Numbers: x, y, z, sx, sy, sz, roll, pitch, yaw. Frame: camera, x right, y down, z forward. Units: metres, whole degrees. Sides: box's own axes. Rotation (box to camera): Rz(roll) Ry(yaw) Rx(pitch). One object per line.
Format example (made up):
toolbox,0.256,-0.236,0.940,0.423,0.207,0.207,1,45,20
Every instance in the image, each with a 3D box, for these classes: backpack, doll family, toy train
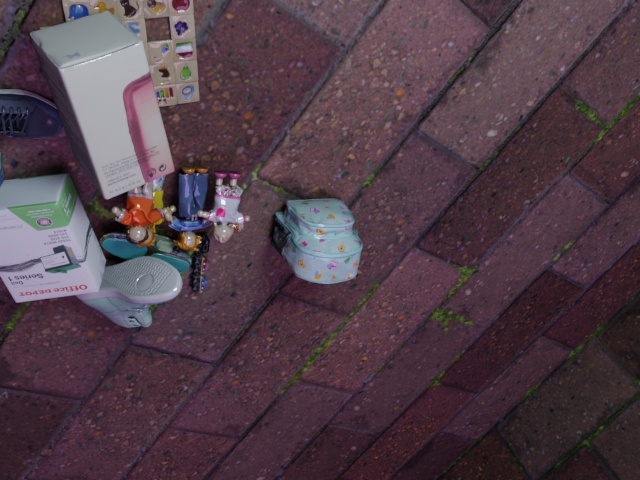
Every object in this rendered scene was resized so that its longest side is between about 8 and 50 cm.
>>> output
backpack,0.000,0.000,1.388,0.166,0.188,0.144,-2,129,-25
doll family,-0.270,-0.058,1.255,0.263,0.118,0.163,0,106,-32
toy train,-0.254,0.050,1.416,0.036,0.027,0.158,-14,134,-31

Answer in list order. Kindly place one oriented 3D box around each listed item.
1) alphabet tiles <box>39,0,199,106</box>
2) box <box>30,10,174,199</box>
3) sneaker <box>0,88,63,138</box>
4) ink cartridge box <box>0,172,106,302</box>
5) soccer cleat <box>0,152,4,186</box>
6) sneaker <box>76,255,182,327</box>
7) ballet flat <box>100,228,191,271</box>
alphabet tiles,-0.320,-0.300,1.087,0.237,0.009,0.198,-12,133,-18
box,-0.332,-0.209,1.036,0.127,0.148,0.232,-26,137,-23
sneaker,-0.494,-0.169,1.003,0.226,0.163,0.086,8,122,-34
ink cartridge box,-0.492,0.000,1.177,0.160,0.092,0.219,-8,133,0
soccer cleat,-0.638,-0.103,1.037,0.289,0.121,0.093,2,138,-2
sneaker,-0.345,0.110,1.315,0.256,0.094,0.151,-3,144,29
ballet flat,-0.341,0.010,1.310,0.188,0.070,0.070,25,114,-37
